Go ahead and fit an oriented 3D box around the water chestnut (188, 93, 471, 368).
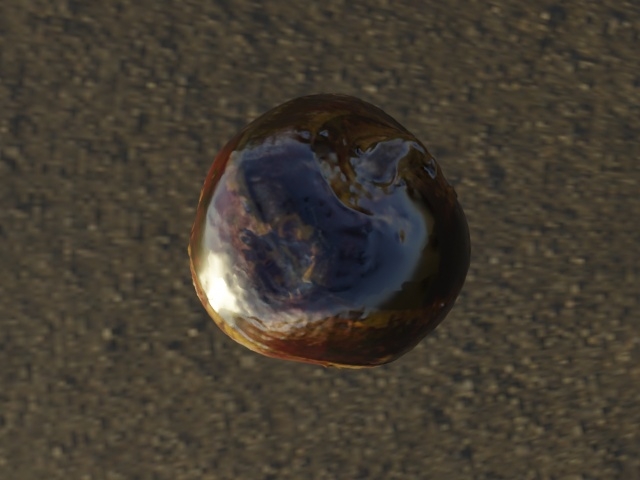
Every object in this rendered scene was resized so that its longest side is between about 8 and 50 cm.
[{"bbox_3d":[0.000,0.000,1.567,0.223,0.224,0.238,60,153,15],"label":"water chestnut"}]
